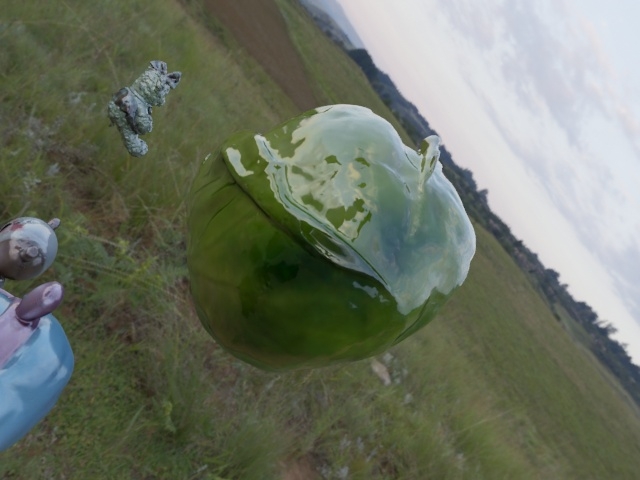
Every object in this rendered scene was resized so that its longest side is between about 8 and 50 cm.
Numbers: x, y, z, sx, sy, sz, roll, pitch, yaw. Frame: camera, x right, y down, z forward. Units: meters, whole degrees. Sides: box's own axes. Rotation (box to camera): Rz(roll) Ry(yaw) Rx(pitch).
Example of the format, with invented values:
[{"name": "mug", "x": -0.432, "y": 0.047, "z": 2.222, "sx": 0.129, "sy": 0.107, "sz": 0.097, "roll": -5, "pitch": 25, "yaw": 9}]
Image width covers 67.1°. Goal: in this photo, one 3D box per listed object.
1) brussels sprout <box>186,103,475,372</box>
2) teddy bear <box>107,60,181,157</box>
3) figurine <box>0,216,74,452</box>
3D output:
[{"name": "brussels sprout", "x": -0.002, "y": 0.000, "z": 0.689, "sx": 0.361, "sy": 0.425, "sz": 0.343, "roll": -91, "pitch": 163, "yaw": -66}, {"name": "teddy bear", "x": -0.403, "y": -0.299, "z": 1.050, "sx": 0.111, "sy": 0.213, "sz": 0.133, "roll": 3, "pitch": 42, "yaw": -52}, {"name": "figurine", "x": -0.251, "y": 0.065, "z": 0.343, "sx": 0.205, "sy": 0.260, "sz": 0.103, "roll": -47, "pitch": 122, "yaw": -42}]
